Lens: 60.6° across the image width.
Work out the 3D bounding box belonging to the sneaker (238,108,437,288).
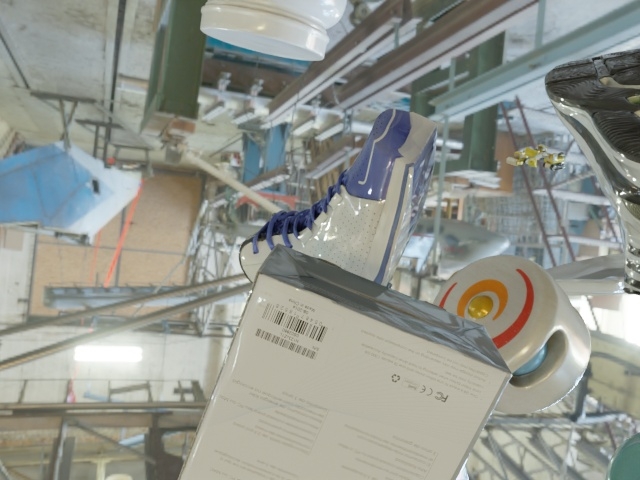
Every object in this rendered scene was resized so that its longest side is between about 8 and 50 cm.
[{"bbox_3d":[0.000,0.001,0.611,0.182,0.316,0.127,23,-141,12],"label":"sneaker"}]

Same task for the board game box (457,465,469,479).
[{"bbox_3d":[0.223,0.439,0.981,0.047,0.211,0.160,-13,-176,26],"label":"board game box"}]

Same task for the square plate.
[{"bbox_3d":[0.679,0.076,1.283,0.346,0.049,0.344,-12,179,-20],"label":"square plate"}]

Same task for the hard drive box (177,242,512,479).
[{"bbox_3d":[0.003,0.146,0.416,0.180,0.232,0.089,23,-167,-1],"label":"hard drive box"}]

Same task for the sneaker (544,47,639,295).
[{"bbox_3d":[0.402,-0.083,0.720,0.168,0.258,0.448,-7,-150,17],"label":"sneaker"}]

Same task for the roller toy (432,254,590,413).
[{"bbox_3d":[0.251,0.121,0.753,0.191,0.210,0.146,-19,130,41],"label":"roller toy"}]

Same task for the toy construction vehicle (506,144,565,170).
[{"bbox_3d":[0.404,-0.158,1.018,0.098,0.035,0.086,-11,-152,-22],"label":"toy construction vehicle"}]

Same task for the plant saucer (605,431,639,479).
[{"bbox_3d":[0.320,0.238,0.519,0.021,0.120,0.119,22,173,-24],"label":"plant saucer"}]

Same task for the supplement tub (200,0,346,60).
[{"bbox_3d":[-0.059,-0.473,0.852,0.240,0.332,0.241,11,-169,-2],"label":"supplement tub"}]
